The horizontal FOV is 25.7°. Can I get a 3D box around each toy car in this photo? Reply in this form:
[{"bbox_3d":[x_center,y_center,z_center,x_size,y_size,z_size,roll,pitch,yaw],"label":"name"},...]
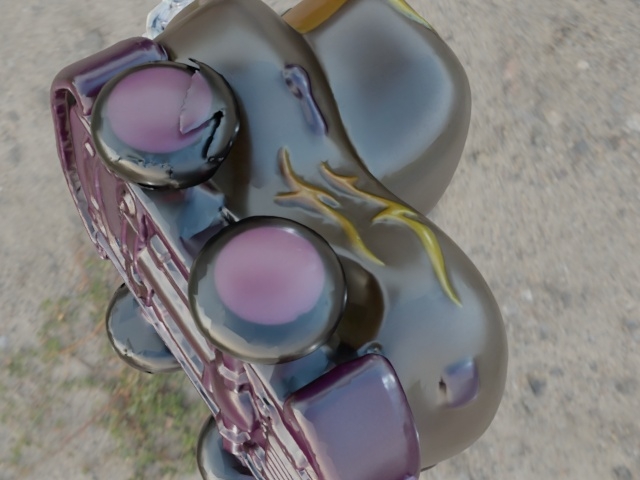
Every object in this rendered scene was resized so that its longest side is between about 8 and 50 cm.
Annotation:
[{"bbox_3d":[0.000,0.000,0.835,0.240,0.271,0.341,-27,67,-18],"label":"toy car"}]

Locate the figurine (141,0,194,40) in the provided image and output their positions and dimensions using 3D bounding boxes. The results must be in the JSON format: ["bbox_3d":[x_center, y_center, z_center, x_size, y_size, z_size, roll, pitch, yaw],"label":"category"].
[{"bbox_3d":[-0.145,-0.217,1.708,0.162,0.141,0.237,24,77,-9],"label":"figurine"}]
